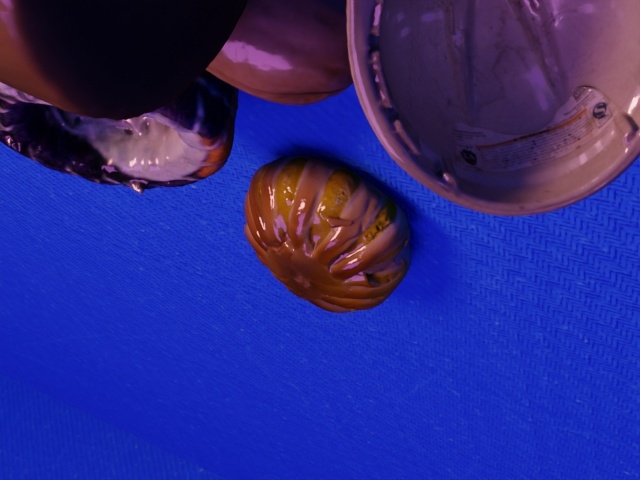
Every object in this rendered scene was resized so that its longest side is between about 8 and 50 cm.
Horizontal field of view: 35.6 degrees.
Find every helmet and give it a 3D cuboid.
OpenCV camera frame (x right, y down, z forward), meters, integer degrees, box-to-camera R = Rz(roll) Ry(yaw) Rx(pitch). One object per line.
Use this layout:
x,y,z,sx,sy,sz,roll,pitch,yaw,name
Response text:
0.114,-0.157,0.633,0.204,0.137,0.257,-12,124,5,helmet

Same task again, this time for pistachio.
-0.034,-0.169,0.777,0.186,0.108,0.126,5,111,2,pistachio

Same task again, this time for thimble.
-0.185,-0.147,0.883,0.237,0.150,0.237,5,160,2,thimble

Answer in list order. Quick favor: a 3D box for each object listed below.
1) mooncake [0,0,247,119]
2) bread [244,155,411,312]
-0.151,-0.229,0.616,0.156,0.284,0.284,20,152,24,mooncake
0.000,0.000,1.073,0.213,0.104,0.213,28,156,14,bread
